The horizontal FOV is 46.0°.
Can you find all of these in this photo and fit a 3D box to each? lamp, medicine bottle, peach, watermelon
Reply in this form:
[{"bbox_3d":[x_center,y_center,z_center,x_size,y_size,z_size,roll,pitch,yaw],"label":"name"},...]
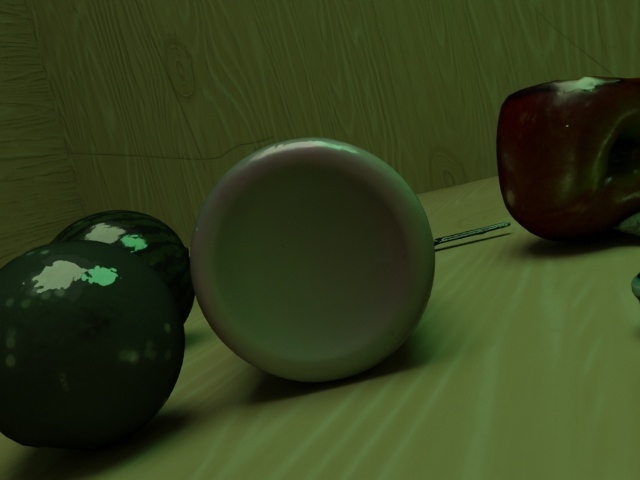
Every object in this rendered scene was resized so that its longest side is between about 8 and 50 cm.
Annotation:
[{"bbox_3d":[-0.252,0.113,0.695,0.182,0.182,0.313,-20,-7,-46],"label":"lamp"},{"bbox_3d":[0.000,0.000,0.826,0.219,0.219,0.388,-14,6,5],"label":"medicine bottle"},{"bbox_3d":[0.351,-0.119,1.043,0.248,0.245,0.275,26,8,-10],"label":"peach"},{"bbox_3d":[-0.274,0.061,1.030,0.212,0.212,0.212,-14,5,1],"label":"watermelon"}]

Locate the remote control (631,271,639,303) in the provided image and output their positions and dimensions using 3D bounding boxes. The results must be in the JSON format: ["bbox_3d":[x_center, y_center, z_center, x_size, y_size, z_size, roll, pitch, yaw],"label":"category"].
[{"bbox_3d":[0.360,0.020,0.553,0.247,0.052,0.104,-13,4,15],"label":"remote control"}]

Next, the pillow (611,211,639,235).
[{"bbox_3d":[0.447,-0.026,0.844,0.148,0.050,0.229,-8,5,-5],"label":"pillow"}]

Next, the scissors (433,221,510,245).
[{"bbox_3d":[0.171,0.012,1.303,0.317,0.024,0.160,-14,4,11],"label":"scissors"}]
